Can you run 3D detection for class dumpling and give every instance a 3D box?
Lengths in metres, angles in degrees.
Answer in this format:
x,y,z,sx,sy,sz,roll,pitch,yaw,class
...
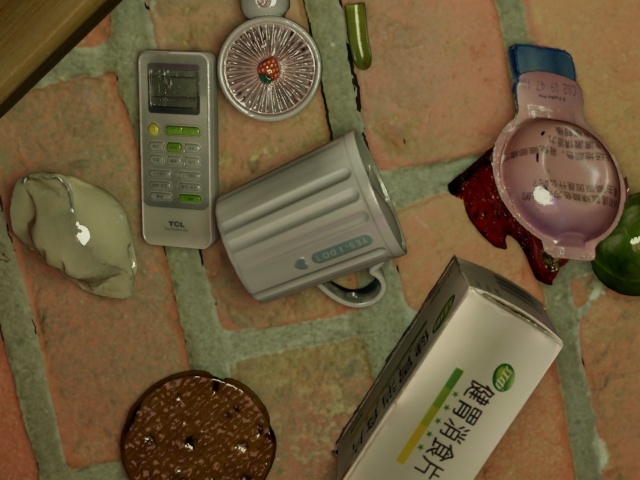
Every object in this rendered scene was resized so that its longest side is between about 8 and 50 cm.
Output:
x,y,z,sx,sy,sz,roll,pitch,yaw,class
-0.320,-0.002,1.696,0.155,0.111,0.181,-8,96,34,dumpling

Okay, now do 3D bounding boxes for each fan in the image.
x,y,z,sx,sy,sz,roll,pitch,yaw,class
-0.068,-0.271,1.643,0.130,0.074,0.244,-5,101,3,fan

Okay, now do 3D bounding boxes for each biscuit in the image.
x,y,z,sx,sy,sz,roll,pitch,yaw,class
-0.163,0.274,1.778,0.212,0.036,0.212,1,102,2,biscuit

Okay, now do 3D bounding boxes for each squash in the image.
x,y,z,sx,sy,sz,roll,pitch,yaw,class
0.048,-0.255,1.668,0.027,0.027,0.083,-7,102,3,squash

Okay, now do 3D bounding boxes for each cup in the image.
x,y,z,sx,sy,sz,roll,pitch,yaw,class
-0.003,0.000,1.653,0.202,0.167,0.221,-22,96,9,cup

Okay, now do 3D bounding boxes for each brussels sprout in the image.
x,y,z,sx,sy,sz,roll,pitch,yaw,class
0.408,-0.001,1.661,0.155,0.155,0.117,-49,62,10,brussels sprout

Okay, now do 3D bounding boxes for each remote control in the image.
x,y,z,sx,sy,sz,roll,pitch,yaw,class
-0.179,-0.115,1.686,0.103,0.034,0.250,6,103,20,remote control

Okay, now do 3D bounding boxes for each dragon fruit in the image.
x,y,z,sx,sy,sz,roll,pitch,yaw,class
0.248,-0.026,1.678,0.122,0.092,0.192,-26,100,6,dragon fruit

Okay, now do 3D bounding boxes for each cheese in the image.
x,y,z,sx,sy,sz,roll,pitch,yaw,class
0.286,-0.110,1.613,0.188,0.074,0.286,3,67,-23,cheese

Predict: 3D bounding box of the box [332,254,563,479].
x,y,z,sx,sy,sz,roll,pitch,yaw,class
0.152,0.203,1.686,0.145,0.173,0.333,31,101,-5,box

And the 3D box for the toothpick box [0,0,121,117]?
x,y,z,sx,sy,sz,roll,pitch,yaw,class
-0.350,-0.294,1.597,0.308,0.190,0.187,-41,98,14,toothpick box
